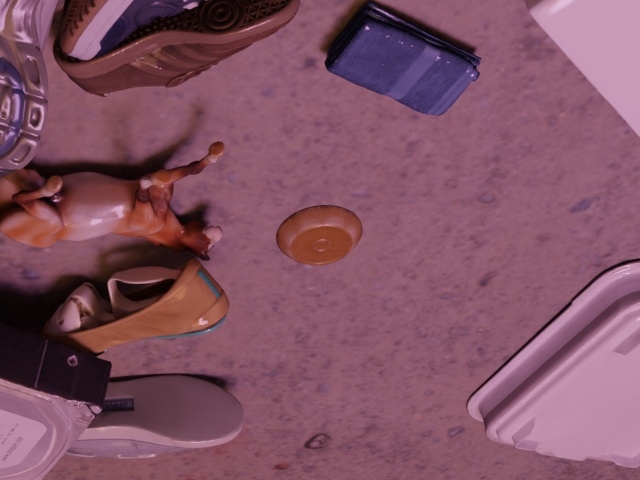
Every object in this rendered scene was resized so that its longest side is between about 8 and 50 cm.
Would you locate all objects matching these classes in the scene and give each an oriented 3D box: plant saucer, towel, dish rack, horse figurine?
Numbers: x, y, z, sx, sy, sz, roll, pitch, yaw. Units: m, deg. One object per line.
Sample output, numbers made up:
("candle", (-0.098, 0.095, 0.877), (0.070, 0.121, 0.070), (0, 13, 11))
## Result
("plant saucer", (0.000, 0.000, 1.089), (0.083, 0.015, 0.083), (-6, 141, -5))
("towel", (0.066, -0.143, 0.919), (0.119, 0.029, 0.067), (18, 133, -31))
("dish rack", (0.364, 0.166, 1.327), (0.285, 0.072, 0.333), (13, 137, -27))
("horse figurine", (-0.196, -0.032, 0.952), (0.263, 0.066, 0.174), (-3, 163, -22))

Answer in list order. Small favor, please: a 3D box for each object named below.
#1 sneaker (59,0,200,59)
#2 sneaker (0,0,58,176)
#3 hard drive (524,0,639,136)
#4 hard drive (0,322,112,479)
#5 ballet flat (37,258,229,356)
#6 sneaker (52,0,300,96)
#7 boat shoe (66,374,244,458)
("sneaker", (-0.052, -0.202, 0.767), (0.153, 0.099, 0.282), (23, 127, -32))
("sneaker", (-0.208, -0.191, 0.745), (0.111, 0.129, 0.297), (15, 116, -25))
("hard drive", (0.362, -0.221, 0.875), (0.353, 0.047, 0.233), (-32, 136, 24))
("hard drive", (-0.397, 0.135, 1.070), (0.339, 0.064, 0.237), (24, 137, -20))
("ballet flat", (-0.194, 0.064, 1.080), (0.232, 0.080, 0.073), (-15, 116, 23))
("sneaker", (-0.102, -0.155, 0.856), (0.188, 0.066, 0.071), (-11, 158, 10))
("boat shoe", (-0.198, 0.198, 1.246), (0.227, 0.079, 0.081), (2, 146, -5))
